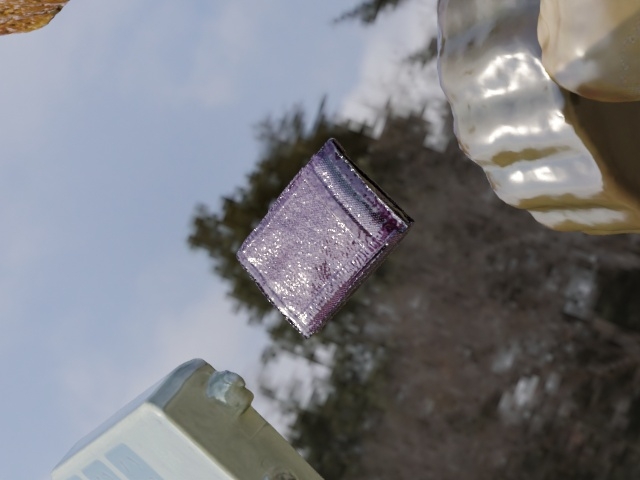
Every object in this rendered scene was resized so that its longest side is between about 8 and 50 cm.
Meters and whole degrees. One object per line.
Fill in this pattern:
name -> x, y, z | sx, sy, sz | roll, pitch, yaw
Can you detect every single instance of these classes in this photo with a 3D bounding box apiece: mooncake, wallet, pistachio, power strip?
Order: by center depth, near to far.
power strip -> -0.082, 0.146, 0.989 | 0.046, 0.118, 0.270 | -46, 4, -28
pistachio -> 0.228, -0.175, 1.056 | 0.215, 0.144, 0.144 | -37, -17, 0
mooncake -> 0.218, -0.143, 1.255 | 0.290, 0.161, 0.290 | 5, -98, -37
wallet -> 0.000, 0.000, 1.499 | 0.166, 0.111, 0.030 | -50, -9, 32

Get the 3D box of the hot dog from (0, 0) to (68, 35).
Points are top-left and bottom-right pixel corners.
hot dog -> -0.374, -0.385, 1.949 | 0.405, 0.185, 0.223 | -21, 82, 62
